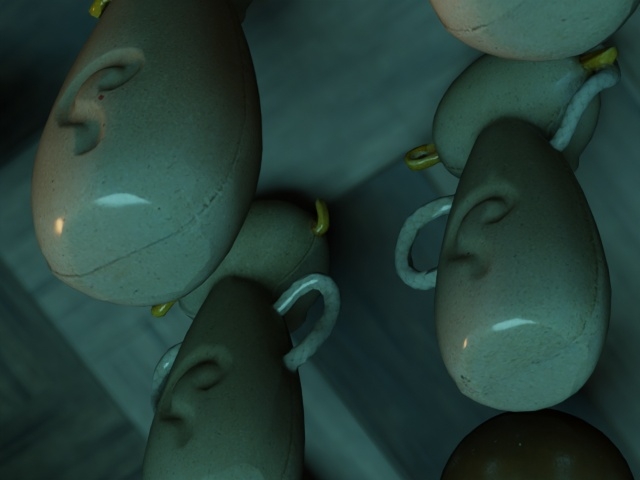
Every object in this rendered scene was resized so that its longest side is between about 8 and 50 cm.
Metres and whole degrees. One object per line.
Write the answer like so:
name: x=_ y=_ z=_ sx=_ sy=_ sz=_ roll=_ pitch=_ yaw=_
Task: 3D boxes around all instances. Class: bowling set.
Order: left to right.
bowling set: x=0.000 y=0.000 z=0.485 sx=0.287 sy=0.154 sz=0.200 roll=-25 pitch=122 yaw=21
